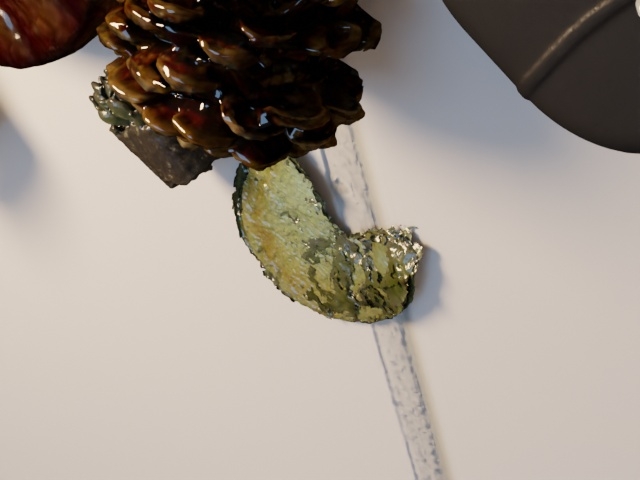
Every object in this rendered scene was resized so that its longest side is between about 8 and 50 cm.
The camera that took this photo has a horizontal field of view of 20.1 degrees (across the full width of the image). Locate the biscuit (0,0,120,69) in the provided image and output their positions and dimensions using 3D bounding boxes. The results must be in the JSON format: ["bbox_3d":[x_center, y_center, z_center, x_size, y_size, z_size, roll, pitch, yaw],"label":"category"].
[{"bbox_3d":[-0.319,-0.358,1.678,0.407,0.091,0.407,27,134,31],"label":"biscuit"}]

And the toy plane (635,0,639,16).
[{"bbox_3d":[0.300,-0.210,1.127,0.244,0.117,0.245,0,103,1],"label":"toy plane"}]

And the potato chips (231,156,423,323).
[{"bbox_3d":[0.003,-0.002,1.700,0.220,0.029,0.202,33,138,24],"label":"potato chips"}]

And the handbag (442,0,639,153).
[{"bbox_3d":[0.196,-0.198,1.303,0.308,0.093,0.254,49,140,2],"label":"handbag"}]

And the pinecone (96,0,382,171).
[{"bbox_3d":[-0.064,-0.179,1.455,0.243,0.243,0.257,39,150,14],"label":"pinecone"}]

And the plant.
[{"bbox_3d":[-0.153,-0.122,1.707,0.143,0.094,0.092,51,157,-18],"label":"plant"}]
